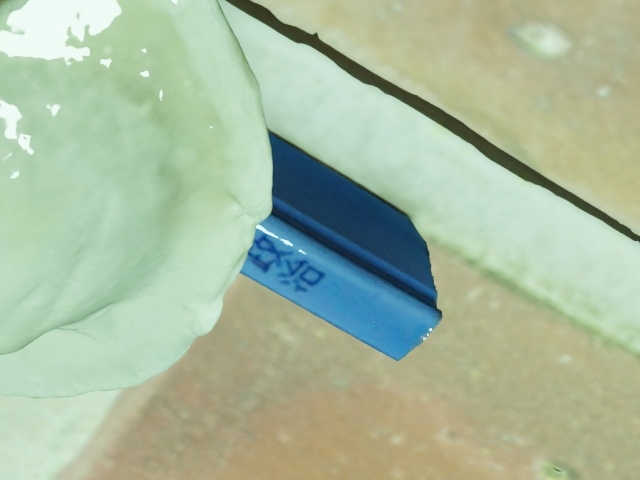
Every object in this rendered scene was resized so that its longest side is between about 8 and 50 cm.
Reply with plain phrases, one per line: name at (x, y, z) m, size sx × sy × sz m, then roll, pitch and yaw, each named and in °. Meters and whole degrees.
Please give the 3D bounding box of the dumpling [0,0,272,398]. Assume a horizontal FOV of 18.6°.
dumpling at (-0.103, -0.015, 0.632) m, size 0.216 × 0.126 × 0.166 m, roll -40°, pitch 119°, yaw 15°

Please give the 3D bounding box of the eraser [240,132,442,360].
eraser at (0.000, 0.000, 0.692) m, size 0.084 × 0.063 × 0.027 m, roll 31°, pitch 115°, yaw -24°
